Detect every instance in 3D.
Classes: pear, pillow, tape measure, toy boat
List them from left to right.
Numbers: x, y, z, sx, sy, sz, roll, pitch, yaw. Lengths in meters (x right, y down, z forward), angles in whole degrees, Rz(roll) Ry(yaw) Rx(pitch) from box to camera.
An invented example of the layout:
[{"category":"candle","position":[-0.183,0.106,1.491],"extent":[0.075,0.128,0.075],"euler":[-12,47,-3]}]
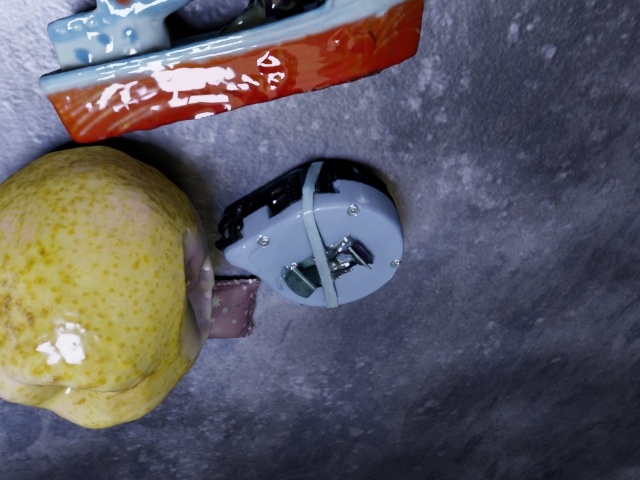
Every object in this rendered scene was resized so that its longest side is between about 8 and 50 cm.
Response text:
[{"category":"pear","position":[-0.222,0.047,0.661],"extent":[0.271,0.271,0.271],"euler":[-8,134,-9]},{"category":"pillow","position":[-0.171,0.093,0.859],"extent":[0.184,0.043,0.118],"euler":[0,129,-17]},{"category":"toy boat","position":[-0.068,-0.189,0.569],"extent":[0.331,0.145,0.133],"euler":[-13,111,-1]},{"category":"tape measure","position":[0.004,-0.002,0.782],"extent":[0.181,0.107,0.182],"euler":[-33,130,23]}]
